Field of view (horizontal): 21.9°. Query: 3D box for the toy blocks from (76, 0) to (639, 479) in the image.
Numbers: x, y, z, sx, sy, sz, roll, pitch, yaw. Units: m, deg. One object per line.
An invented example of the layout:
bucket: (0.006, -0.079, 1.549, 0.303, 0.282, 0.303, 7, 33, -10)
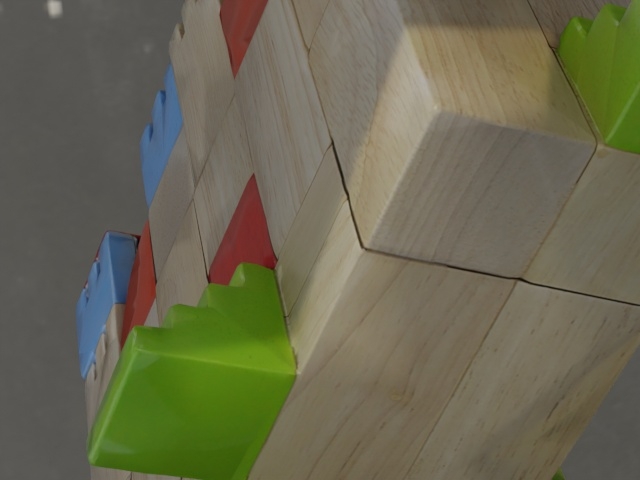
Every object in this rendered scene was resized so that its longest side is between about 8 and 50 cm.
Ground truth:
toy blocks: (0.000, 0.000, 0.603, 0.261, 0.190, 0.381, -104, 32, -49)
